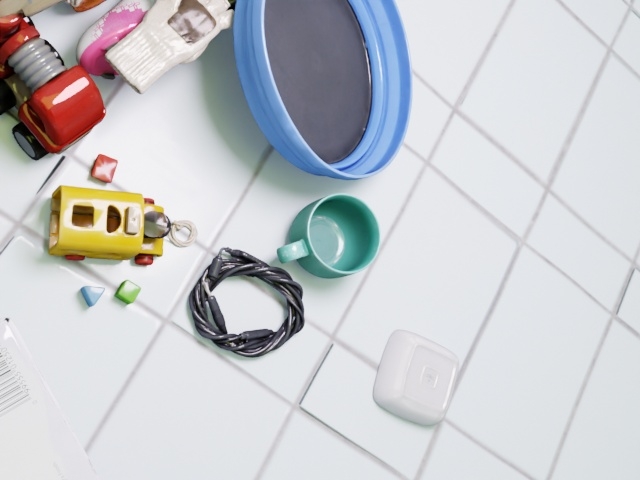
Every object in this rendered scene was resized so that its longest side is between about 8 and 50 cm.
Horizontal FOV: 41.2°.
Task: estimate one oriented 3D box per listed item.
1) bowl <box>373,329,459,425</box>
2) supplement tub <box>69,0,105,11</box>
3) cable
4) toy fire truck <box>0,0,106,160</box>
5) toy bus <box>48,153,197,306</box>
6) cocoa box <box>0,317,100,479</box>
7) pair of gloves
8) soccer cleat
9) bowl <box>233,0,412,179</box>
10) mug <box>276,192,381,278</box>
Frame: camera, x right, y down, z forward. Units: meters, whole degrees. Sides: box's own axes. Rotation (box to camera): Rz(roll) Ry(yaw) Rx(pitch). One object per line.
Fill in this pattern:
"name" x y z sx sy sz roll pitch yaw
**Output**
"bowl" 0.169 0.229 1.418 0.142 0.053 0.142 27 70 -22
"supplement tub" -0.369 -0.433 1.222 0.117 0.117 0.190 -37 99 -27
"cable" -0.106 0.104 1.302 0.184 0.047 0.150 31 68 -20
"toy fire truck" -0.359 -0.248 1.118 0.158 0.246 0.217 -42 101 -25
"toy bus" -0.282 -0.022 1.200 0.191 0.104 0.202 49 64 -12
"cocoa box" -0.407 0.300 1.006 0.231 0.228 0.347 -31 95 -30
"pair of gloves" -0.250 -0.350 1.182 0.204 0.042 0.240 -41 102 -27
"soccer cleat" -0.244 -0.357 1.291 0.331 0.116 0.143 -33 77 -28
"bowl" 0.011 -0.285 1.336 0.391 0.077 0.391 11 76 -51
"mug" 0.005 -0.007 1.350 0.158 0.097 0.129 17 74 -23
